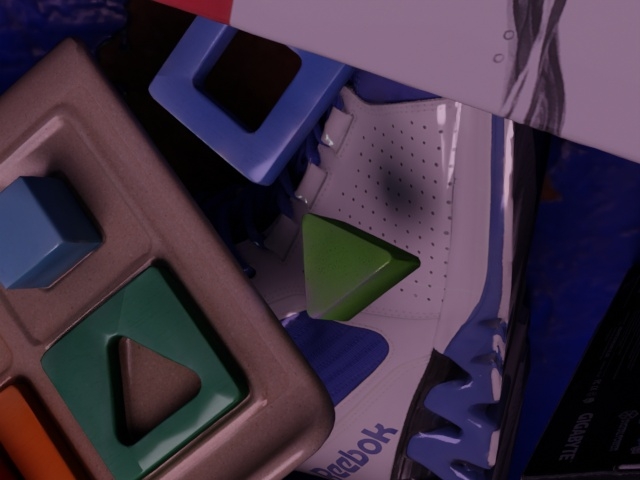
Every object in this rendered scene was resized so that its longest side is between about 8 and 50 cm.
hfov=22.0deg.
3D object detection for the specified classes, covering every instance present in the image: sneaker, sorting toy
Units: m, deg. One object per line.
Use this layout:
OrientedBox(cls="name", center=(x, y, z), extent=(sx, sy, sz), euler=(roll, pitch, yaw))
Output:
OrientedBox(cls="sneaker", center=(0.000, 0.001, 0.708), extent=(0.182, 0.127, 0.316), euler=(9, 127, 11))
OrientedBox(cls="sorting toy", center=(-0.116, 0.047, 0.629), extent=(0.347, 0.047, 0.196), euler=(-39, 73, 16))

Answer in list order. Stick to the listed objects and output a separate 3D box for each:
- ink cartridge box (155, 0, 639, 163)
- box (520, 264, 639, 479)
OrientedBox(cls="ink cartridge box", center=(0.078, -0.136, 0.543), extent=(0.272, 0.197, 0.114), euler=(19, 128, 7))
OrientedBox(cls="box", center=(0.186, 0.057, 0.622), extent=(0.175, 0.220, 0.051), euler=(-8, 106, 23))
